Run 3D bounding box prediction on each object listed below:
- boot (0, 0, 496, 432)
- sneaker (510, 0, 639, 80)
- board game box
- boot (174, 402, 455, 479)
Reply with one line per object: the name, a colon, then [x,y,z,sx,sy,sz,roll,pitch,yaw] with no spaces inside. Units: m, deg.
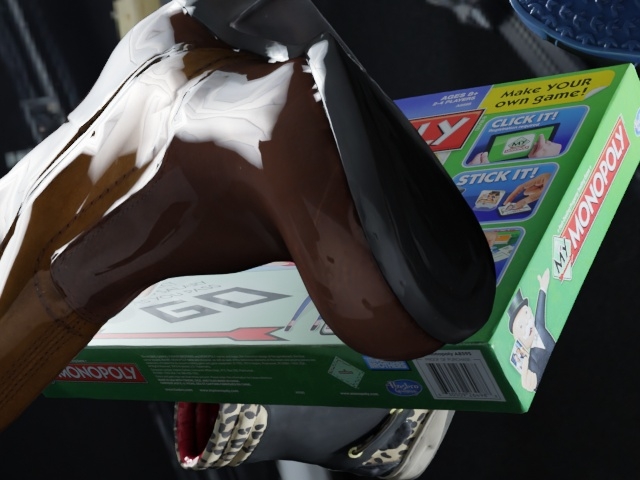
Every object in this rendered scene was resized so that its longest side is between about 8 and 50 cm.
boot: [-0.093,0.024,0.439,0.280,0.096,0.264,-39,-139,7]
sneaker: [0.234,-0.128,0.779,0.232,0.090,0.081,27,-100,32]
board game box: [0.000,0.000,0.650,0.317,0.213,0.046,-5,-52,38]
boot: [0.019,0.089,1.206,0.138,0.284,0.377,54,-47,50]
